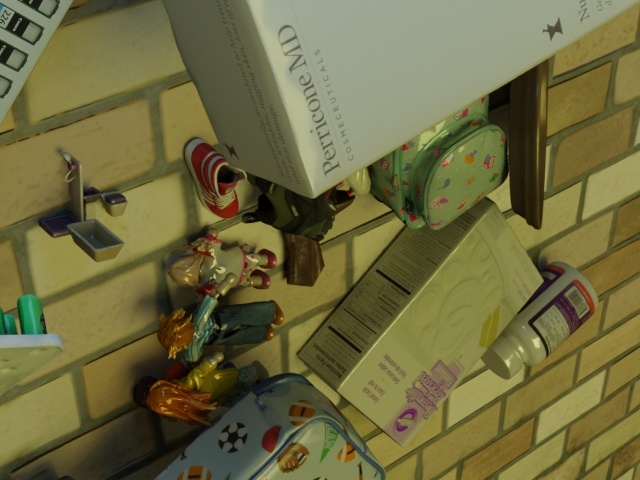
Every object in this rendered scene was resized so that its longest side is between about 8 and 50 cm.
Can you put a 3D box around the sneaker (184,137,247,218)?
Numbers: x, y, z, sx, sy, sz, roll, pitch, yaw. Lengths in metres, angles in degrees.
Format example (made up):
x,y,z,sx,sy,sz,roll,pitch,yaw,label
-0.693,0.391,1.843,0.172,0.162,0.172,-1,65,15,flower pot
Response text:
x,y,z,sx,sy,sz,roll,pitch,yaw,label
-0.105,-0.055,1.175,0.042,0.067,0.118,-42,139,-16,sneaker

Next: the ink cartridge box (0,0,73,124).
x,y,z,sx,sy,sz,roll,pitch,yaw,label
-0.257,-0.261,0.840,0.271,0.130,0.309,26,97,-51,ink cartridge box

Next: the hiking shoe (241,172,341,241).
x,y,z,sx,sy,sz,roll,pitch,yaw,label
-0.029,-0.093,1.172,0.114,0.086,0.227,5,129,-9,hiking shoe

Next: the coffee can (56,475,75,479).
x,y,z,sx,sy,sz,roll,pitch,yaw,label
-0.353,0.413,1.161,0.275,0.201,0.202,-27,133,-27,coffee can

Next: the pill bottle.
x,y,z,sx,sy,sz,roll,pitch,yaw,label
0.341,0.131,1.702,0.193,0.108,0.108,-39,137,-17,pill bottle

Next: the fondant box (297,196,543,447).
x,y,z,sx,sy,sz,roll,pitch,yaw,label
0.151,0.108,1.514,0.330,0.096,0.238,-49,140,-5,fondant box

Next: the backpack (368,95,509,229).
x,y,z,sx,sy,sz,roll,pitch,yaw,label
0.140,-0.120,1.311,0.165,0.144,0.188,-33,133,-15,backpack

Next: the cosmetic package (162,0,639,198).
x,y,z,sx,sy,sz,roll,pitch,yaw,label
0.073,-0.223,0.866,0.385,0.156,0.217,-35,121,-22,cosmetic package

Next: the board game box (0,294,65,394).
x,y,z,sx,sy,sz,roll,pitch,yaw,label
-0.459,0.129,0.805,0.390,0.050,0.390,4,153,-45,board game box

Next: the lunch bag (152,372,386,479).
x,y,z,sx,sy,sz,roll,pitch,yaw,label
-0.079,0.314,1.252,0.303,0.115,0.243,-41,139,-3,lunch bag

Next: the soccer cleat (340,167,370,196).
x,y,z,sx,sy,sz,roll,pitch,yaw,label
0.029,-0.126,1.251,0.076,0.068,0.196,-32,134,1,soccer cleat

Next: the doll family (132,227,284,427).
x,y,z,sx,sy,sz,roll,pitch,yaw,label
-0.127,0.124,1.238,0.163,0.118,0.263,-3,119,-43,doll family

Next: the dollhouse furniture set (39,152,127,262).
x,y,z,sx,sy,sz,roll,pitch,yaw,label
-0.214,-0.039,1.049,0.091,0.114,0.081,-15,122,-34,dollhouse furniture set

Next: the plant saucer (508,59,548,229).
x,y,z,sx,sy,sz,roll,pitch,yaw,label
0.271,-0.153,1.383,0.278,0.041,0.278,1,90,-76,plant saucer

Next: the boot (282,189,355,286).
x,y,z,sx,sy,sz,roll,pitch,yaw,label
0.000,0.000,1.337,0.106,0.037,0.114,-20,127,-16,boot
